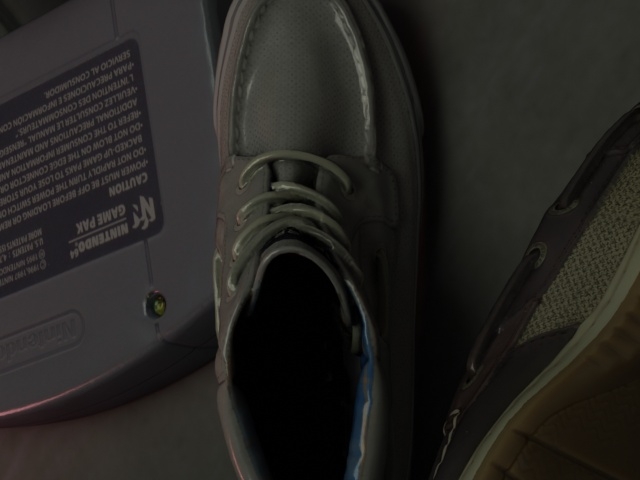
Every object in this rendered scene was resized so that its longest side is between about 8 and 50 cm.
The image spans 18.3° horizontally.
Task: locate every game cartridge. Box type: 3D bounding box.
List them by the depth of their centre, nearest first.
[{"bbox_3d":[-0.133,-0.010,1.002,0.294,0.060,0.196,-20,68,39],"label":"game cartridge"}]

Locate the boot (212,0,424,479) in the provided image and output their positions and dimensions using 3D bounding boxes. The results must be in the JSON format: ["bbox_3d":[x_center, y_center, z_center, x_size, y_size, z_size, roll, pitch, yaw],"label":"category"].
[{"bbox_3d":[0.000,0.000,0.815,0.095,0.123,0.258,-7,85,3],"label":"boot"}]

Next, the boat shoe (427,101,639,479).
[{"bbox_3d":[0.099,0.054,0.708,0.092,0.103,0.285,-4,51,60],"label":"boat shoe"}]
